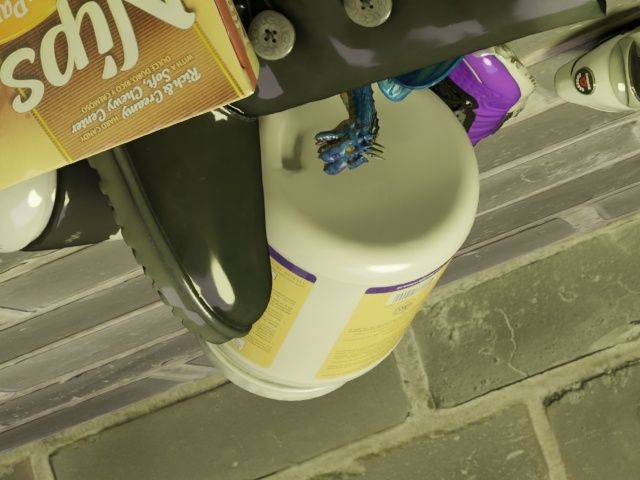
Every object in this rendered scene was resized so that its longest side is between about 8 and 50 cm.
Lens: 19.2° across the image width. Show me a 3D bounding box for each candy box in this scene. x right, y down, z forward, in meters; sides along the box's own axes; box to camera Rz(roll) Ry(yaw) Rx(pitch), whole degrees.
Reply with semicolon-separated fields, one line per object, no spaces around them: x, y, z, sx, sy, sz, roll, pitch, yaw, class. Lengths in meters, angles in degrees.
-0.226;-0.149;1.446;0.316;0.183;0.087;-20;-161;7;candy box

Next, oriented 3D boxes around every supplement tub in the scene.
0.000;0.000;1.876;0.241;0.241;0.331;-13;156;-23;supplement tub

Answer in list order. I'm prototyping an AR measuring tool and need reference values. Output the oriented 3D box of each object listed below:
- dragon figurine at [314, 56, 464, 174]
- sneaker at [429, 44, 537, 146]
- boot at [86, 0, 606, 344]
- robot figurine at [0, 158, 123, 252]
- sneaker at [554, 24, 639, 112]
0.080;-0.180;1.725;0.289;0.144;0.085;-39;-176;-19;dragon figurine
0.150;-0.151;2.101;0.146;0.102;0.293;-38;168;-3;sneaker
0.027;-0.138;1.559;0.445;0.367;0.146;-22;-156;14;boot
-0.238;-0.082;1.790;0.278;0.173;0.209;-9;127;-39;robot figurine
0.411;-0.216;2.317;0.146;0.122;0.330;-5;-179;44;sneaker
